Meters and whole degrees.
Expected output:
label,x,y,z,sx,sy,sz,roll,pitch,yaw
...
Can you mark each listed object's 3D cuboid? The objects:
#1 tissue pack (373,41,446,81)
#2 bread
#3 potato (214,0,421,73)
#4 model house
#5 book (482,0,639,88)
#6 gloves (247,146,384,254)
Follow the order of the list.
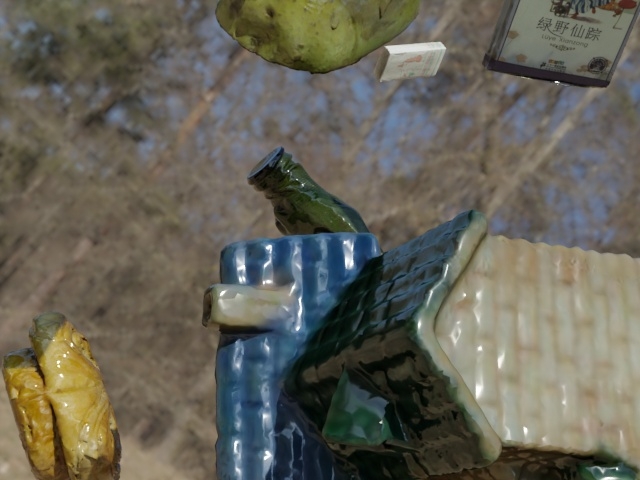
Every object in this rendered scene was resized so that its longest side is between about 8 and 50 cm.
label,x,y,z,sx,sy,sz,roll,pitch,yaw
tissue pack,0.133,-0.268,2.155,0.023,0.108,0.056,53,-43,34
bread,-0.329,0.216,1.844,0.198,0.120,0.236,91,-21,-65
potato,0.023,-0.294,1.566,0.160,0.271,0.111,43,-37,18
model house,0.084,0.179,1.495,0.400,0.395,0.445,14,-20,-29
book,0.295,-0.282,1.646,0.157,0.026,0.231,8,-56,-13
gloves,0.005,-0.009,1.973,0.135,0.107,0.268,-31,-88,45
